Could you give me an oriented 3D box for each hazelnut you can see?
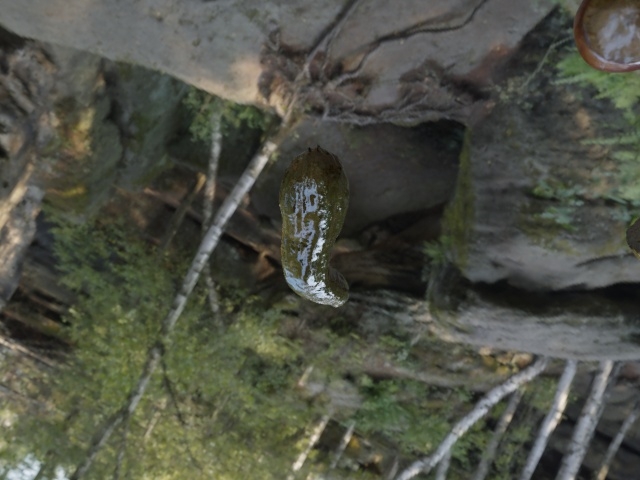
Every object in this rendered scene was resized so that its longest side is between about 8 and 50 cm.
[{"bbox_3d":[0.243,-0.173,0.573,0.086,0.086,0.086,29,170,5],"label":"hazelnut"}]

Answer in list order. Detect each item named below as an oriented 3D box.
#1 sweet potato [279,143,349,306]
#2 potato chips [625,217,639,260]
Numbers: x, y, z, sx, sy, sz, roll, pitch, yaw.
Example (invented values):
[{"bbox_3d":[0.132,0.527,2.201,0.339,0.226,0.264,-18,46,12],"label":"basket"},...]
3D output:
[{"bbox_3d":[-0.005,0.003,0.778,0.062,0.081,0.233,53,156,42],"label":"sweet potato"},{"bbox_3d":[0.169,0.005,0.346,0.026,0.037,0.204,56,-160,6],"label":"potato chips"}]
